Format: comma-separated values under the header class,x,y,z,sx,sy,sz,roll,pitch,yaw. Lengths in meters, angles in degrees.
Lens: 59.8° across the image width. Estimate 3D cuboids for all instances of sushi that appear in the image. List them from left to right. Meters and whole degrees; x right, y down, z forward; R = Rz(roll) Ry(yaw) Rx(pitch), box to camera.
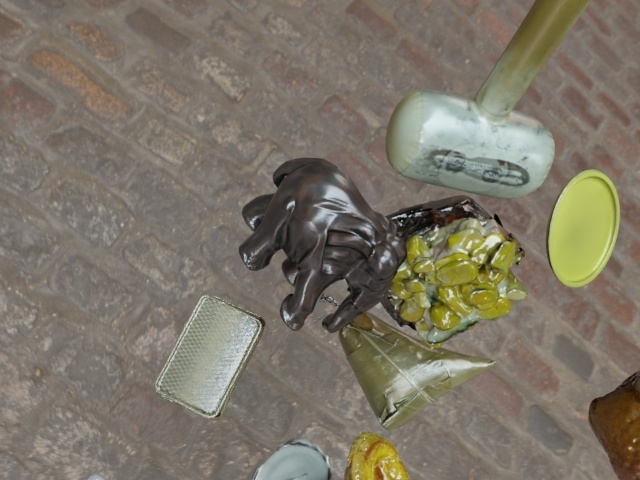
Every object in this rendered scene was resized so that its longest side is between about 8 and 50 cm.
class,x,y,z,sx,sy,sz,roll,pitch,yaw
sushi,0.284,0.088,1.228,0.327,0.285,0.329,-14,118,-10

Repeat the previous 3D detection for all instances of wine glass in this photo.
class,x,y,z,sx,sy,sz,roll,pitch,yaw
wine glass,0.000,0.391,0.786,0.156,0.156,0.232,-50,133,-29

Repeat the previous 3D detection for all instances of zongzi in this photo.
class,x,y,z,sx,sy,sz,roll,pitch,yaw
zongzi,0.242,0.292,1.679,0.418,0.181,0.447,-29,77,2

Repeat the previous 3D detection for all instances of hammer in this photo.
class,x,y,z,sx,sy,sz,roll,pitch,yaw
hammer,0.206,-0.178,0.609,0.201,0.305,0.113,9,47,-14

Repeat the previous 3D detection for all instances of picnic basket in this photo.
class,x,y,z,sx,sy,sz,roll,pitch,yaw
picnic basket,-0.252,0.269,1.290,0.165,0.139,0.267,26,78,3

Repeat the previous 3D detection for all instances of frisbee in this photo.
class,x,y,z,sx,sy,sz,roll,pitch,yaw
frisbee,0.519,-0.022,1.100,0.236,0.017,0.236,-8,105,-32

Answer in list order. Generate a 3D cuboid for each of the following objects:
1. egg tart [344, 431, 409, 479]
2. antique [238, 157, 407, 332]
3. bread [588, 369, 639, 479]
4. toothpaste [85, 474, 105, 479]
class,x,y,z,sx,sy,sz,roll,pitch,yaw
egg tart,0.147,0.679,1.528,0.295,0.116,0.295,37,38,-36
antique,0.000,0.000,1.041,0.322,0.255,0.185,57,26,4
bread,0.418,0.198,0.604,0.232,0.246,0.135,34,37,-30
toothpaste,-0.430,0.551,1.126,0.068,0.282,0.099,19,45,11
